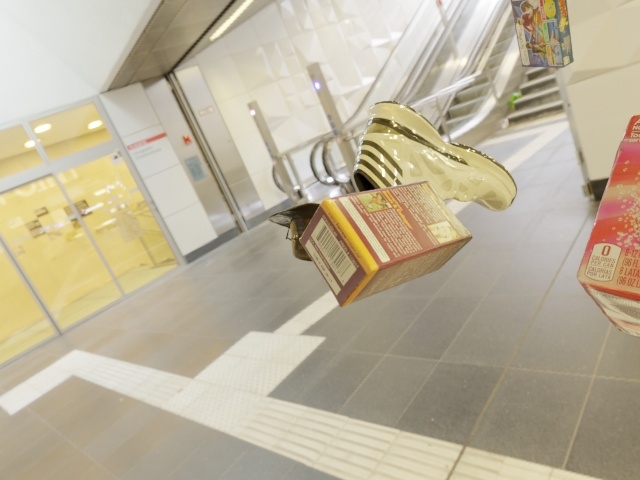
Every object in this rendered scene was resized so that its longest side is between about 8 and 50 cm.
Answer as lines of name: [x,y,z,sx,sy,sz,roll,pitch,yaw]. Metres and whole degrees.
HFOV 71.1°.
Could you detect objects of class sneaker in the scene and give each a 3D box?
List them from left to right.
sneaker: [0.260,-0.110,1.070,0.169,0.447,0.258,-2,64,67]

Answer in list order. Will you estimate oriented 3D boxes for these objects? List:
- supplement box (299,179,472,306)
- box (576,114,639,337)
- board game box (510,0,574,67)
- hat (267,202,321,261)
supplement box: [0.084,-0.003,0.559,0.188,0.104,0.081,-14,-29,-37]
box: [0.297,0.015,0.227,0.256,0.128,0.123,14,78,48]
board game box: [0.518,-0.513,1.056,0.035,0.201,0.136,-30,29,-8]
hat: [0.000,0.000,1.266,0.330,0.134,0.331,6,-11,1]
